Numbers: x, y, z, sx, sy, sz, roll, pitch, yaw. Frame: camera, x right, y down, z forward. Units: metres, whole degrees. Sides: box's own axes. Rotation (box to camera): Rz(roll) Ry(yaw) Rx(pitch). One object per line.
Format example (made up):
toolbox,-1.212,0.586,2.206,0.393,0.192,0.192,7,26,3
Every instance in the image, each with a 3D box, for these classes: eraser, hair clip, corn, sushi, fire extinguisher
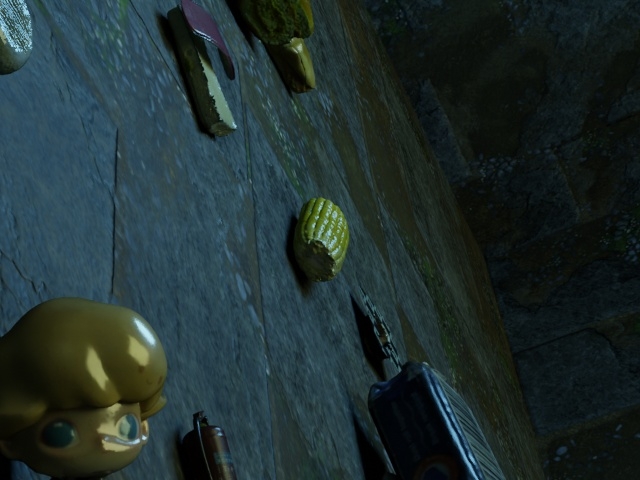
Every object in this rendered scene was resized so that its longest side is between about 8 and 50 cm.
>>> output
eraser,0.170,0.307,1.770,0.155,0.101,0.332,43,17,-43
hair clip,-0.127,-0.235,1.681,0.054,0.022,0.137,67,8,27
corn,0.000,0.000,1.885,0.165,0.063,0.085,-72,149,-71
sushi,0.081,0.142,2.126,0.120,0.026,0.126,53,14,-47
fire extinguisher,-0.086,0.194,1.158,0.056,0.039,0.132,66,6,-69

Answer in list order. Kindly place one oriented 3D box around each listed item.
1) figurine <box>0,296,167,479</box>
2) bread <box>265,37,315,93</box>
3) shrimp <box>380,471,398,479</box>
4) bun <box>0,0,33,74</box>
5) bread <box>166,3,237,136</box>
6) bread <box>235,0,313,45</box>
figurine,-0.145,0.131,0.845,0.108,0.114,0.196,105,-19,-67
bread,-0.047,-0.293,2.242,0.074,0.053,0.132,-96,164,-53
shrimp,0.143,0.382,1.844,0.317,0.077,0.168,40,28,-63
bun,-0.240,-0.158,1.044,0.083,0.045,0.083,-19,90,-77
bread,-0.139,-0.194,1.665,0.068,0.028,0.154,27,42,-75
bread,-0.076,-0.376,2.119,0.132,0.103,0.172,56,15,-41
